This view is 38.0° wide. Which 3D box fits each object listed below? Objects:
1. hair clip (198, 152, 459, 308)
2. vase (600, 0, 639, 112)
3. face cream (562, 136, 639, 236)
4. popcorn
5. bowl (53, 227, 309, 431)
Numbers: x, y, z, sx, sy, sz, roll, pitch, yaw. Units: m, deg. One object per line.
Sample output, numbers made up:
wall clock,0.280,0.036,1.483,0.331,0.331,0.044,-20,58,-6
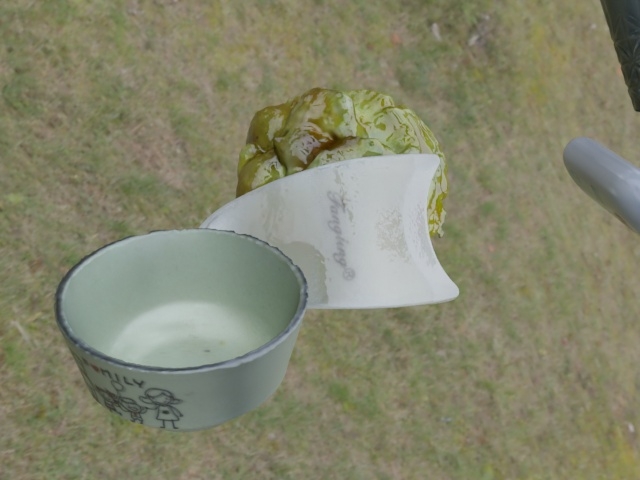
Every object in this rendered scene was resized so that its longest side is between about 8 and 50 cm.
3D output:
hair clip,0.004,-0.002,1.034,0.113,0.282,0.173,21,62,-82
vase,0.502,-0.350,1.381,0.156,0.251,0.301,-62,141,-86
face cream,0.498,-0.058,1.446,0.163,0.080,0.337,39,11,-24
popcorn,0.022,-0.055,1.190,0.247,0.282,0.282,26,50,-35
bowl,-0.116,0.087,0.800,0.211,0.211,0.112,-45,143,-51
